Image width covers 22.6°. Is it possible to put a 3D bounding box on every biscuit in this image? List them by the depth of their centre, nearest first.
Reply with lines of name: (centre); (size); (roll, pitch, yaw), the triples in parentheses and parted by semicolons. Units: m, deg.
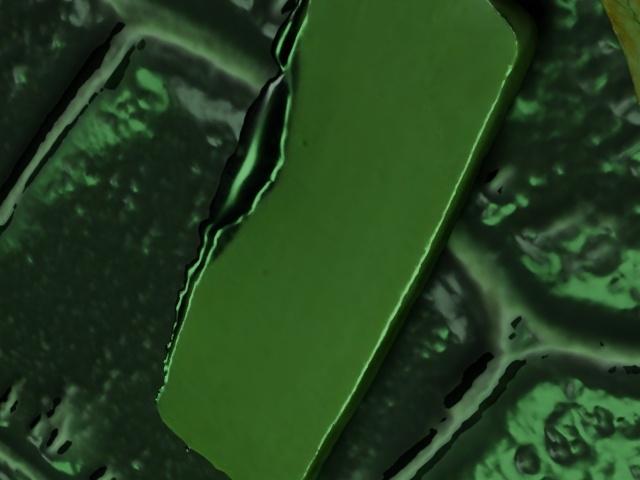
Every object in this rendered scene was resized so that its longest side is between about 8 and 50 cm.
biscuit: (0.000, 0.000, 0.684); (0.099, 0.038, 0.322); (35, 134, 13)

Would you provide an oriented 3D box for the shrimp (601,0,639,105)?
shrimp: (0.132, -0.040, 0.540); (0.190, 0.042, 0.101); (65, 174, -29)
